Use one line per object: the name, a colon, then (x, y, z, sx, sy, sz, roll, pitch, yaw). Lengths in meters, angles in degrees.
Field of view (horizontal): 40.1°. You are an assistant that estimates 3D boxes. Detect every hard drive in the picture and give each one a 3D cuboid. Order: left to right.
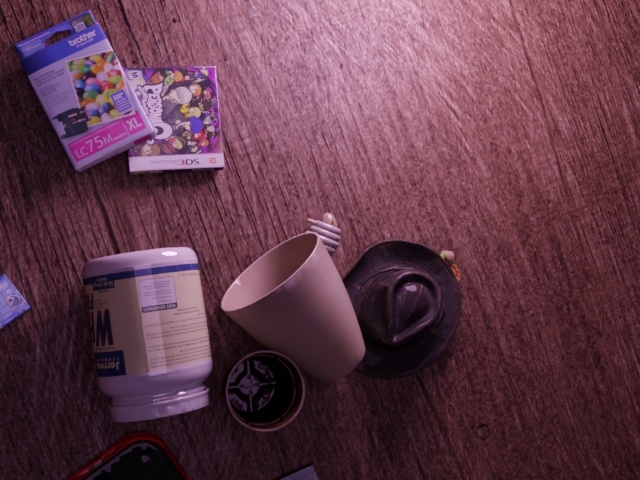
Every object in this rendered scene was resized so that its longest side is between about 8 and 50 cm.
hard drive: (-0.039, 0.576, 1.946, 0.094, 0.022, 0.135, -20, 91, -17)

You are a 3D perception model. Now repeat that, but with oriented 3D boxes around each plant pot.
plant pot: (-0.133, 0.315, 1.867, 0.167, 0.165, 0.167, 2, 84, -16)
plant pot: (-0.031, 0.168, 1.886, 0.256, 0.256, 0.274, -41, 107, -16)

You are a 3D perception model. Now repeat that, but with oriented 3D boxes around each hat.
hat: (0.188, 0.162, 1.980, 0.331, 0.134, 0.331, 0, 91, -13)

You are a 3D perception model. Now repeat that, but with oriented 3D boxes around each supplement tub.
supplement tub: (-0.346, 0.187, 1.778, 0.235, 0.235, 0.324, -8, 87, -17)

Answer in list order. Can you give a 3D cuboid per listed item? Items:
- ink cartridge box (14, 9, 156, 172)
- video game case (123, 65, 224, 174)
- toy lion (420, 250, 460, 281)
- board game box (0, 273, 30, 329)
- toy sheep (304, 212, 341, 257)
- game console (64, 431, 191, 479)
ink cartridge box: (-0.500, -0.322, 1.849, 0.186, 0.065, 0.311, -27, 87, -6)
video game case: (-0.325, -0.265, 1.926, 0.210, 0.042, 0.232, -4, 86, -17)
toy lion: (0.283, 0.075, 2.086, 0.100, 0.034, 0.096, -7, 95, -17)
board game box: (-0.660, 0.130, 1.802, 0.090, 0.020, 0.090, -38, 95, -16)
toy sheep: (0.000, 0.000, 1.980, 0.091, 0.091, 0.132, 19, 94, -14)
game console: (-0.421, 0.627, 1.817, 0.386, 0.060, 0.342, -35, 101, -16)
